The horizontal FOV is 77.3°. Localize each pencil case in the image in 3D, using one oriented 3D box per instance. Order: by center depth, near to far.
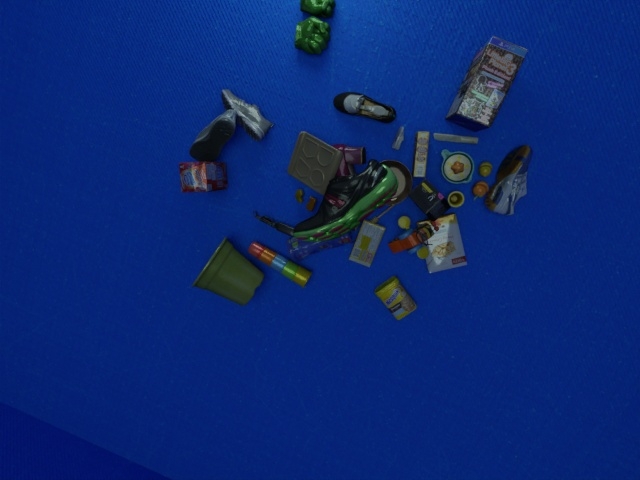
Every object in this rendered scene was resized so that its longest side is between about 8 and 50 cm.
[{"bbox_3d":[0.000,0.000,1.822,0.306,0.133,0.119,-20,66,11],"label":"pencil case"}]

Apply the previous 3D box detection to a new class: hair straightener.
[{"bbox_3d":[-0.214,-0.083,1.853,0.230,0.089,0.047,29,86,5],"label":"hair straightener"}]

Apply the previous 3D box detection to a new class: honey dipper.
[{"bbox_3d":[0.290,-0.127,1.806,0.160,0.030,0.030,-40,93,9],"label":"honey dipper"}]

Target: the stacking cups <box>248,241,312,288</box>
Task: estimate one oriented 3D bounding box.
[{"bbox_3d":[-0.191,0.103,1.884,0.316,0.096,0.096,32,103,2],"label":"stacking cups"}]

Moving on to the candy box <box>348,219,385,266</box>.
[{"bbox_3d":[0.212,0.015,1.826,0.105,0.027,0.206,20,113,2],"label":"candy box"}]

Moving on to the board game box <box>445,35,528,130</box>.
[{"bbox_3d":[0.634,-0.594,1.561,0.141,0.232,0.291,23,104,2],"label":"board game box"}]

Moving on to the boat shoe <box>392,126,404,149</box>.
[{"bbox_3d":[0.345,-0.442,1.736,0.035,0.035,0.100,15,100,-23],"label":"boat shoe"}]

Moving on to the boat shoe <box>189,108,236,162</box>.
[{"bbox_3d":[-0.475,-0.459,1.781,0.118,0.103,0.320,32,137,-26],"label":"boat shoe"}]

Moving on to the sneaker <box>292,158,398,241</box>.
[{"bbox_3d":[0.088,-0.154,1.655,0.482,0.185,0.202,-33,69,11],"label":"sneaker"}]

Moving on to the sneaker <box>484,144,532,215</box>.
[{"bbox_3d":[0.814,-0.248,1.683,0.131,0.112,0.296,21,105,-14],"label":"sneaker"}]

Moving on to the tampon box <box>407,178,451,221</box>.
[{"bbox_3d":[0.460,-0.166,1.687,0.101,0.161,0.120,-43,64,13],"label":"tampon box"}]

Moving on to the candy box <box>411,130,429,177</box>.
[{"bbox_3d":[0.424,-0.364,1.698,0.053,0.109,0.187,3,102,8],"label":"candy box"}]

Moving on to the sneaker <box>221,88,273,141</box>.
[{"bbox_3d":[-0.330,-0.569,1.787,0.115,0.105,0.281,-42,89,-21],"label":"sneaker"}]

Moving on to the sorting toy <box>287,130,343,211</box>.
[{"bbox_3d":[-0.041,-0.299,1.782,0.229,0.041,0.307,33,118,21],"label":"sorting toy"}]

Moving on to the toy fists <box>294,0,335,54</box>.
[{"bbox_3d":[-0.019,-0.923,1.659,0.142,0.096,0.279,10,101,5],"label":"toy fists"}]

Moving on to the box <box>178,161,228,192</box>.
[{"bbox_3d":[-0.510,-0.282,1.767,0.122,0.257,0.128,0,101,6],"label":"box"}]

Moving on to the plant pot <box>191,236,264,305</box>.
[{"bbox_3d":[-0.411,0.164,1.857,0.254,0.276,0.276,34,104,-11],"label":"plant pot"}]

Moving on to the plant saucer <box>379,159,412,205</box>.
[{"bbox_3d":[0.305,-0.256,1.772,0.198,0.036,0.199,1,100,8],"label":"plant saucer"}]

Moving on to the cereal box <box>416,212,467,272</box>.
[{"bbox_3d":[0.540,0.012,1.785,0.173,0.047,0.240,-15,98,12],"label":"cereal box"}]

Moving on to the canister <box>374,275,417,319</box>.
[{"bbox_3d":[0.349,0.267,1.850,0.126,0.073,0.170,-37,95,13],"label":"canister"}]

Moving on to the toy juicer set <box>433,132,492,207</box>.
[{"bbox_3d":[0.615,-0.318,1.690,0.209,0.089,0.329,-13,98,10],"label":"toy juicer set"}]

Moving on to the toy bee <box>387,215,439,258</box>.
[{"bbox_3d":[0.424,-0.010,1.711,0.162,0.298,0.195,-32,113,-20],"label":"toy bee"}]

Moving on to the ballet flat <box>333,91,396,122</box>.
[{"bbox_3d":[0.187,-0.571,1.697,0.280,0.096,0.095,15,103,5],"label":"ballet flat"}]

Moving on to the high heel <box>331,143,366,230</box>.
[{"bbox_3d":[0.105,-0.234,1.782,0.181,0.127,0.377,7,100,24],"label":"high heel"}]
